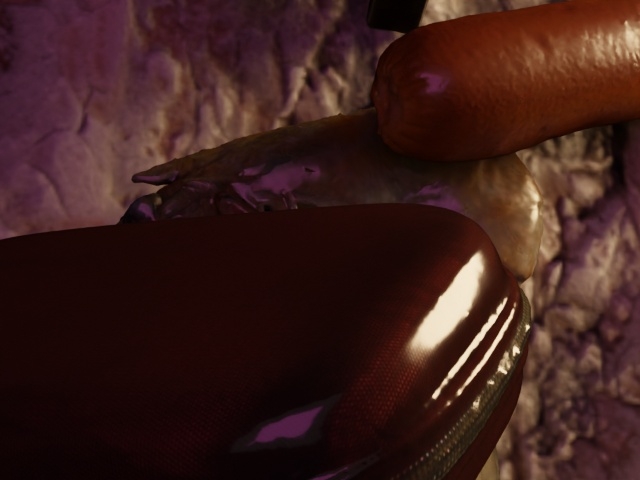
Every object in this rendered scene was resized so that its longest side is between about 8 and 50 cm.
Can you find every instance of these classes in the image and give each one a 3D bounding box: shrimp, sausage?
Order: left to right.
[{"bbox_3d":[0.000,0.000,0.820,0.317,0.077,0.168,-13,70,-15],"label":"shrimp"},{"bbox_3d":[0.165,-0.116,0.846,0.300,0.083,0.089,-17,62,-28],"label":"sausage"}]

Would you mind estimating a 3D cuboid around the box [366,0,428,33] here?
[{"bbox_3d":[0.089,-0.332,0.902,0.047,0.180,0.325,11,68,-1],"label":"box"}]

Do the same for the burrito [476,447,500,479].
[{"bbox_3d":[0.049,0.170,0.711,0.105,0.143,0.299,-16,65,22],"label":"burrito"}]

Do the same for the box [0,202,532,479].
[{"bbox_3d":[-0.101,0.073,0.613,0.404,0.108,0.263,-3,23,31],"label":"box"}]
